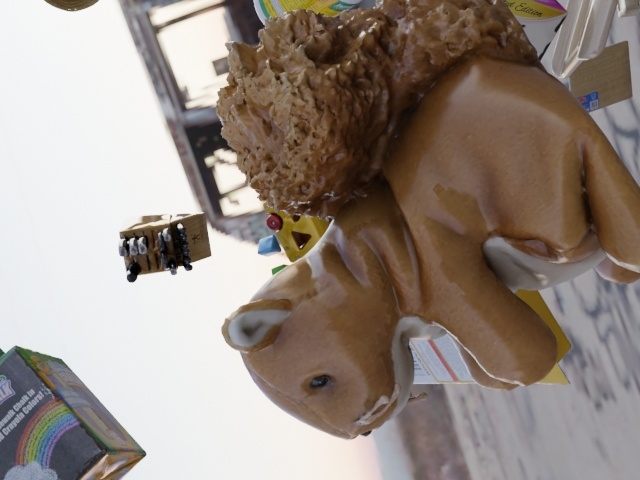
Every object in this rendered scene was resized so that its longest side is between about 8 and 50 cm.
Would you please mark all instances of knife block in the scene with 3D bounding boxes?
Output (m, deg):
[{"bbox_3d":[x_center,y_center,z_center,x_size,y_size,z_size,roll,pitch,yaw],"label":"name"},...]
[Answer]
[{"bbox_3d":[-0.330,0.014,2.166,0.242,0.275,0.088,-18,-76,-49],"label":"knife block"}]

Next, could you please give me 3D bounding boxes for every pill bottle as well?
[{"bbox_3d":[0.004,-0.398,1.804,0.117,0.208,0.118,22,-123,-38],"label":"pill bottle"}]

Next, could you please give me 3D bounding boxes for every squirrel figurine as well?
[{"bbox_3d":[0.063,-0.025,1.073,0.397,0.370,0.281,58,-172,1],"label":"squirrel figurine"}]

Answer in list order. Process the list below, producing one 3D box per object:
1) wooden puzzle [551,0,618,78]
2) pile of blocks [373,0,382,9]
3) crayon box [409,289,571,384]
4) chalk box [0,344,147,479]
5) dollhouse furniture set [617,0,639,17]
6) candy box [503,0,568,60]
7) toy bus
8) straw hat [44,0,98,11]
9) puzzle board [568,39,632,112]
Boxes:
[{"bbox_3d":[0.355,-0.320,1.492,0.239,0.044,0.221,-59,-16,-87],"label":"wooden puzzle"},{"bbox_3d":[0.149,-0.330,1.986,0.112,0.149,0.362,42,-128,-40],"label":"pile of blocks"},{"bbox_3d":[0.191,0.092,1.583,0.323,0.083,0.203,-9,119,56],"label":"crayon box"},{"bbox_3d":[-0.446,0.286,1.825,0.289,0.180,0.179,45,180,17],"label":"chalk box"},{"bbox_3d":[0.511,-0.446,1.925,0.161,0.101,0.182,115,148,-85],"label":"dollhouse furniture set"},{"bbox_3d":[0.177,-0.217,1.466,0.233,0.159,0.071,-64,32,28],"label":"candy box"},{"bbox_3d":[-0.007,-0.009,1.964,0.202,0.104,0.191,34,-135,-48],"label":"toy bus"},{"bbox_3d":[-0.336,-0.359,1.494,0.061,0.144,0.144,7,124,50],"label":"straw hat"},{"bbox_3d":[0.451,-0.262,1.915,0.011,0.128,0.096,25,131,57],"label":"puzzle board"}]
